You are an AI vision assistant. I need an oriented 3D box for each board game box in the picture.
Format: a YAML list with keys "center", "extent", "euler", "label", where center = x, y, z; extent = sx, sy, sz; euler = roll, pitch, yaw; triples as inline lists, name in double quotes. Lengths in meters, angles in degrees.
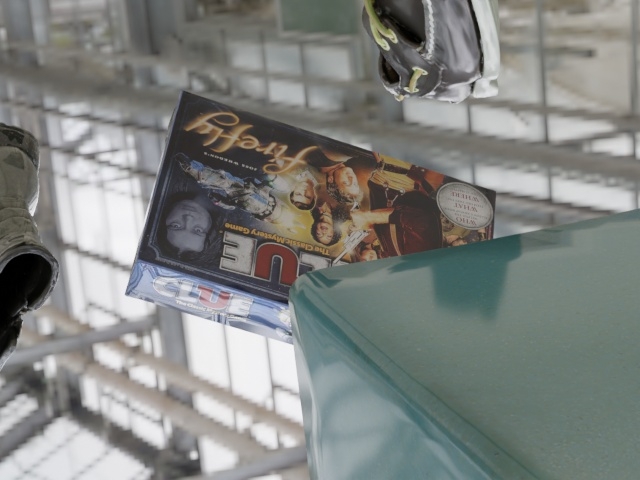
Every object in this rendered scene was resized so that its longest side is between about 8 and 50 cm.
- center: [0.000, 0.000, 1.080]
  extent: [0.243, 0.042, 0.165]
  euler: [17, -132, -9]
  label: "board game box"

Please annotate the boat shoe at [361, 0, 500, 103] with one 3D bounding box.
- center: [0.056, -0.114, 0.799]
  extent: [0.069, 0.081, 0.228]
  euler: [-6, 172, 5]
  label: "boat shoe"

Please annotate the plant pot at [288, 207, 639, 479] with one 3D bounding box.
- center: [0.108, 0.105, 0.487]
  extent: [0.165, 0.165, 0.234]
  euler: [-10, -163, -14]
  label: "plant pot"

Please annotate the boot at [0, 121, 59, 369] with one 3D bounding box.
- center: [-0.264, 0.047, 1.101]
  extent: [0.083, 0.246, 0.161]
  euler: [16, -142, -28]
  label: "boot"
